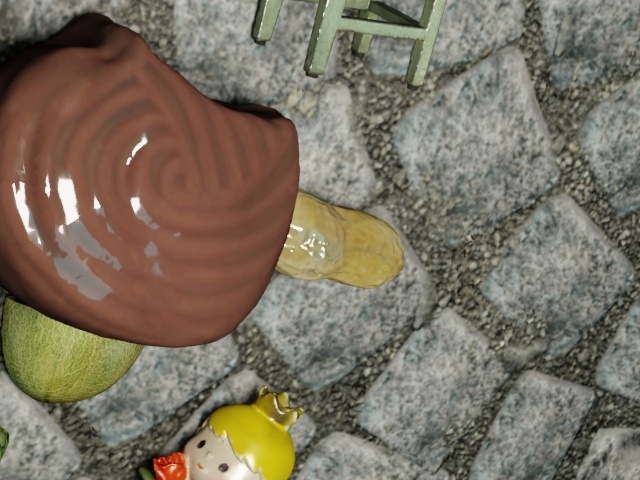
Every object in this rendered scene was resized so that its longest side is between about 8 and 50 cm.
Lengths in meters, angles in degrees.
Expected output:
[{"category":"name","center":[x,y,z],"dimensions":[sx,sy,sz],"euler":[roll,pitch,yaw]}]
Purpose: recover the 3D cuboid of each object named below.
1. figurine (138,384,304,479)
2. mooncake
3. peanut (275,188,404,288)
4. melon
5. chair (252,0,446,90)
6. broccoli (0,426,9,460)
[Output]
[{"category":"figurine","center":[-0.130,0.256,1.731],"dimensions":[0.185,0.127,0.234],"euler":[23,111,-26]},{"category":"mooncake","center":[-0.167,-0.053,1.502],"dimensions":[0.334,0.174,0.326],"euler":[-34,112,-23]},{"category":"peanut","center":[0.000,0.000,1.696],"dimensions":[0.214,0.099,0.099],"euler":[16,104,-39]},{"category":"melon","center":[-0.248,0.120,1.620],"dimensions":[0.160,0.079,0.128],"euler":[14,104,-33]},{"category":"chair","center":[0.045,-0.297,1.546],"dimensions":[0.147,0.136,0.270],"euler":[3,110,-30]},{"category":"broccoli","center":[-0.366,0.361,1.557],"dimensions":[0.277,0.338,0.317],"euler":[-26,151,18]}]
